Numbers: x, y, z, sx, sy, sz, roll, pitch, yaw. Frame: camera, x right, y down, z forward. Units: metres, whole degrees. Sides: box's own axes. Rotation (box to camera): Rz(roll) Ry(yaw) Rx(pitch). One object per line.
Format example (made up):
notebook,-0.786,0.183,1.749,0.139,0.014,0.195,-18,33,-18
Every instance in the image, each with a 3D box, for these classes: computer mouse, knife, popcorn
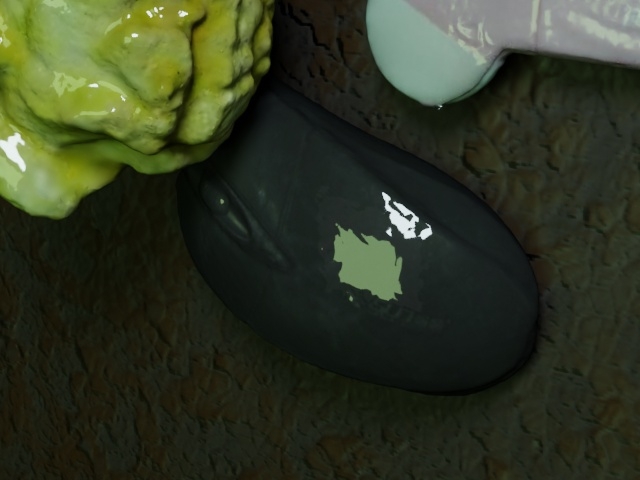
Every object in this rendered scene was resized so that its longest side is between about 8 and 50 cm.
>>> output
computer mouse,0.000,0.000,0.757,0.270,0.086,0.137,32,117,29
knife,0.194,-0.109,0.617,0.399,0.038,0.132,14,109,33
popcorn,-0.135,-0.150,0.752,0.256,0.195,0.255,34,104,31
